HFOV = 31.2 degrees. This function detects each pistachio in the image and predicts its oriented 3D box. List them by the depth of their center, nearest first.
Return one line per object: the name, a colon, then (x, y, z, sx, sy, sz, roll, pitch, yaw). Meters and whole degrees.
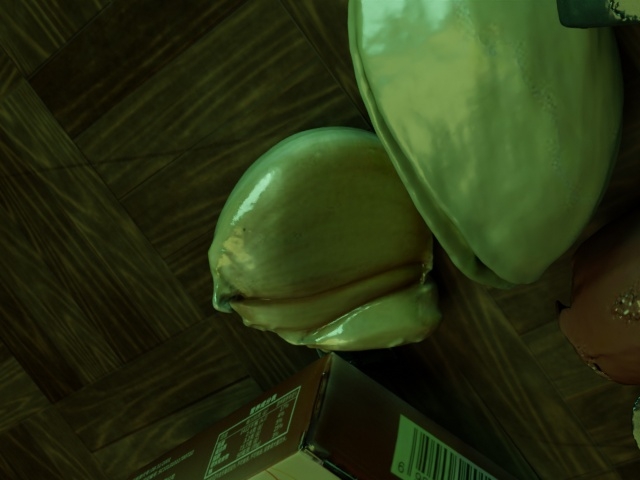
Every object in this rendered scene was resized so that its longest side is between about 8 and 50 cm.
pistachio: (0.130, -0.122, 0.889, 0.208, 0.226, 0.331, 2, 111, 53)

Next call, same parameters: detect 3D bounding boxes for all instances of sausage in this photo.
sausage: (0.313, 0.023, 0.917, 0.280, 0.152, 0.152, -34, 98, 41)

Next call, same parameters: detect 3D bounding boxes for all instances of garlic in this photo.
garlic: (0.000, 0.000, 1.075, 0.110, 0.228, 0.217, -139, 46, -65)

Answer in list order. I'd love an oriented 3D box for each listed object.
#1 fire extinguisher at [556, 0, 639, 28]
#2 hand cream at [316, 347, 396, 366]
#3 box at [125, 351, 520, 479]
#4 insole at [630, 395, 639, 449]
fire extinguisher: (0.202, -0.335, 0.727, 0.113, 0.200, 0.376, 3, 111, 40)
hand cream: (-0.005, 0.035, 1.177, 0.086, 0.055, 0.235, -14, 115, 31)
box: (0.010, 0.320, 1.218, 0.344, 0.122, 0.385, 36, 133, -20)
insole: (0.445, 0.218, 1.014, 0.348, 0.009, 0.119, 20, 96, 16)
